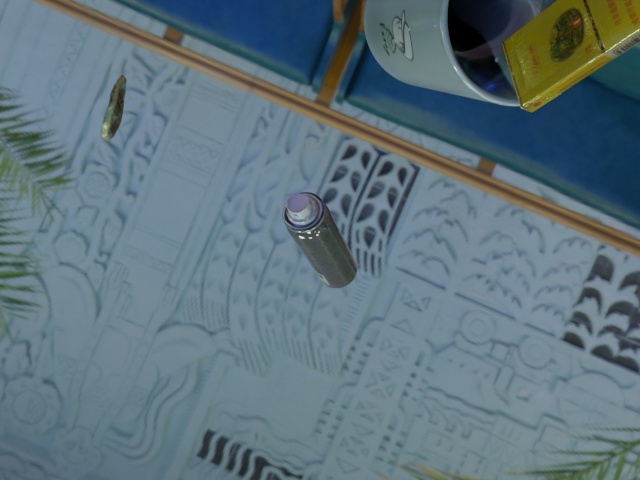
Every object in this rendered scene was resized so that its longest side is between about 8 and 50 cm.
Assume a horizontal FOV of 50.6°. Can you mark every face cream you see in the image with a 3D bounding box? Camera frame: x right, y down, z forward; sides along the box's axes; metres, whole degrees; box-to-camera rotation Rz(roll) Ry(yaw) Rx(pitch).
[{"bbox_3d":[0.000,0.000,1.115,0.073,0.073,0.283,23,165,23],"label":"face cream"}]

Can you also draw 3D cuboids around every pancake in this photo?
[{"bbox_3d":[-0.311,-0.196,1.021,0.017,0.108,0.108,13,-178,-9],"label":"pancake"}]

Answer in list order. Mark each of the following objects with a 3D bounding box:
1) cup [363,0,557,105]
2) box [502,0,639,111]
[{"bbox_3d":[0.185,-0.290,0.881,0.206,0.205,0.312,23,-172,-22],"label":"cup"},{"bbox_3d":[0.250,-0.201,0.658,0.023,0.086,0.155,5,155,-36],"label":"box"}]
